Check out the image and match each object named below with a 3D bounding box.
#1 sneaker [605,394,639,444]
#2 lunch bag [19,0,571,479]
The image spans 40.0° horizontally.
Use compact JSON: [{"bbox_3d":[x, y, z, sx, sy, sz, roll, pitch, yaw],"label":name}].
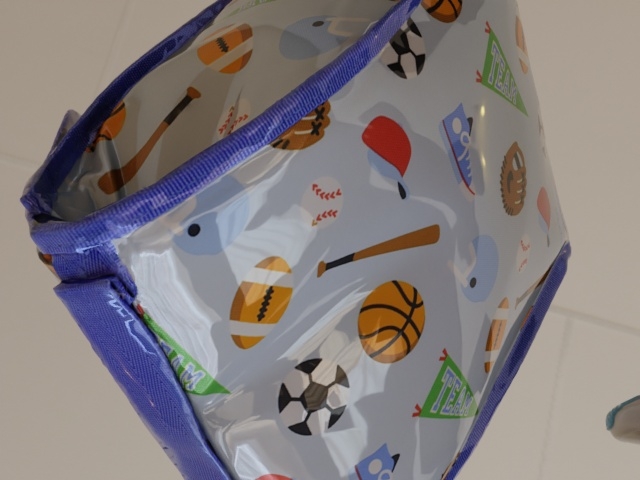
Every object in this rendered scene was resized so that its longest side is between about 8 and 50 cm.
[{"bbox_3d":[0.374,0.185,0.786,0.228,0.087,0.092,5,-111,10],"label":"sneaker"},{"bbox_3d":[0.000,0.000,0.619,0.385,0.238,0.328,-55,-48,-40],"label":"lunch bag"}]
